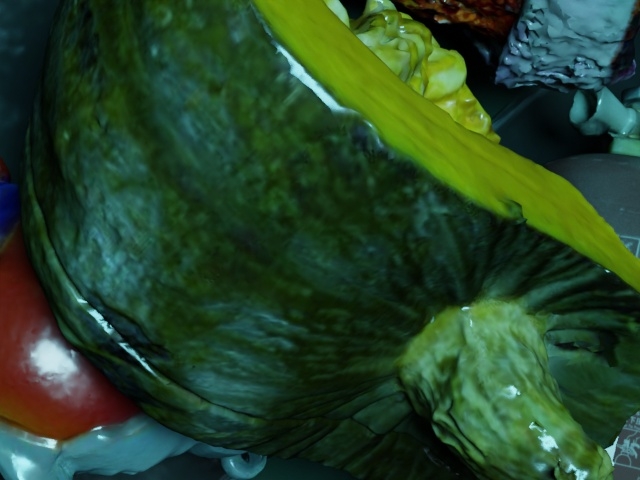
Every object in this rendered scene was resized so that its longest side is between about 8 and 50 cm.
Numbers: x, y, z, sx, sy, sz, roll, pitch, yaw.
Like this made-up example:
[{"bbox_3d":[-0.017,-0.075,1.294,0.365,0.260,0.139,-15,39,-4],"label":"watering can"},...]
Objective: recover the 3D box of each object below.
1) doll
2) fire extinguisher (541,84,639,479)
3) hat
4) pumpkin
[{"bbox_3d":[-0.095,0.025,0.432,0.194,0.062,0.104,37,38,-16],"label":"doll"},{"bbox_3d":[0.116,0.053,0.526,0.104,0.105,0.269,19,77,-27],"label":"fire extinguisher"},{"bbox_3d":[0.024,-0.124,0.492,0.227,0.140,0.129,-1,126,-9],"label":"hat"},{"bbox_3d":[0.003,0.005,0.396,0.248,0.131,0.126,47,27,-1],"label":"pumpkin"}]
